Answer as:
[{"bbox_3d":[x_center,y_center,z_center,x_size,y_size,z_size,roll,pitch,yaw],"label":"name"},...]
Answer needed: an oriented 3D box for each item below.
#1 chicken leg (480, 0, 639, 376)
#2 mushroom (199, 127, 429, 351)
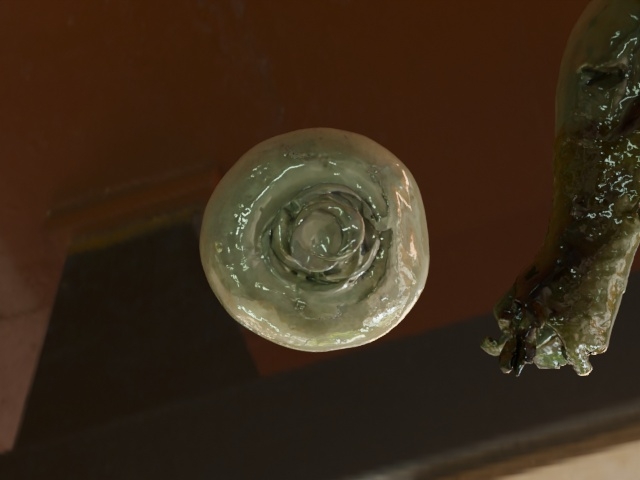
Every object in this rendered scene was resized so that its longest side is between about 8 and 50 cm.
[{"bbox_3d":[0.250,-0.065,1.269,0.153,0.429,0.201,34,161,-25],"label":"chicken leg"},{"bbox_3d":[0.000,0.000,1.578,0.246,0.202,0.246,0,88,-8],"label":"mushroom"}]
